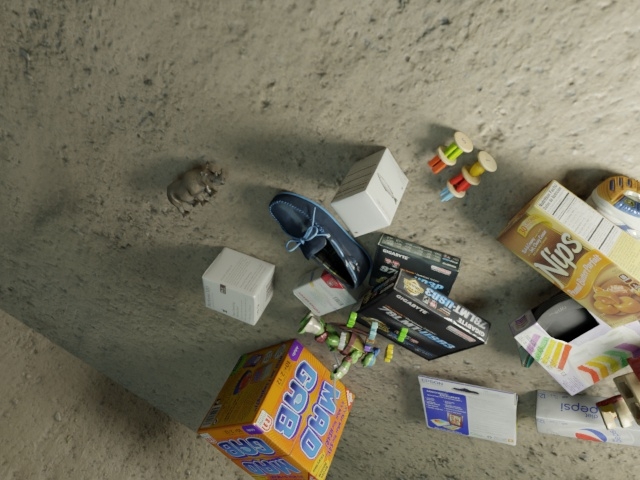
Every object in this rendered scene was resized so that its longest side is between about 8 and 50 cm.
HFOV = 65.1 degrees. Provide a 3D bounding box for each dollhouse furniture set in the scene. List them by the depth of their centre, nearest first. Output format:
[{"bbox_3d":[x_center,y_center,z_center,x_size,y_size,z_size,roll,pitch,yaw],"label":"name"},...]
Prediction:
[{"bbox_3d":[0.829,0.341,1.211,0.201,0.152,0.374,-17,157,-4],"label":"dollhouse furniture set"}]

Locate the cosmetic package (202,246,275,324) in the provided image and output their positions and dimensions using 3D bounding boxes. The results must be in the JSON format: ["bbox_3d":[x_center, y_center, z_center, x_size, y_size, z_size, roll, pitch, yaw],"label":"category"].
[{"bbox_3d":[-0.260,0.146,1.611,0.183,0.152,0.151,18,135,11],"label":"cosmetic package"}]

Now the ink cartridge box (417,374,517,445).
[{"bbox_3d":[0.490,0.542,1.658,0.303,0.072,0.308,5,129,25],"label":"ink cartridge box"}]

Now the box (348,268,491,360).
[{"bbox_3d":[0.268,0.223,1.410,0.295,0.073,0.293,30,152,-8],"label":"box"}]

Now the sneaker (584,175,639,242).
[{"bbox_3d":[0.680,-0.021,1.020,0.296,0.112,0.131,31,149,8],"label":"sneaker"}]

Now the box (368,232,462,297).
[{"bbox_3d":[0.252,0.088,1.364,0.220,0.051,0.175,19,137,11],"label":"box"}]

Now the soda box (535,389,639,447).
[{"bbox_3d":[0.782,0.516,1.457,0.286,0.098,0.091,-2,129,28],"label":"soda box"}]

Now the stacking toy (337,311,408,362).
[{"bbox_3d":[0.149,0.279,1.468,0.166,0.052,0.221,14,145,1],"label":"stacking toy"}]

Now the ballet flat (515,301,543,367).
[{"bbox_3d":[0.568,0.245,1.342,0.079,0.076,0.222,34,135,28],"label":"ballet flat"}]

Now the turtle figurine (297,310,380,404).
[{"bbox_3d":[0.027,0.370,1.640,0.266,0.198,0.275,41,131,-5],"label":"turtle figurine"}]

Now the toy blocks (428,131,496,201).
[{"bbox_3d":[0.294,-0.155,1.115,0.123,0.054,0.148,36,137,-8],"label":"toy blocks"}]

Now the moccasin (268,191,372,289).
[{"bbox_3d":[0.000,0.000,1.365,0.341,0.117,0.138,35,136,-7],"label":"moccasin"}]

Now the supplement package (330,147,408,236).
[{"bbox_3d":[0.116,-0.112,1.155,0.105,0.179,0.105,-18,120,38],"label":"supplement package"}]

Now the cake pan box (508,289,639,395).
[{"bbox_3d":[0.639,0.228,1.229,0.245,0.070,0.267,-40,107,20],"label":"cake pan box"}]

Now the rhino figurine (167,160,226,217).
[{"bbox_3d":[-0.355,-0.154,1.440,0.243,0.073,0.106,-24,119,39],"label":"rhino figurine"}]

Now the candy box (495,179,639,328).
[{"bbox_3d":[0.550,0.035,1.045,0.316,0.087,0.183,39,158,10],"label":"candy box"}]

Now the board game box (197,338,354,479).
[{"bbox_3d":[-0.158,0.648,1.877,0.356,0.357,0.356,-26,115,42],"label":"board game box"}]

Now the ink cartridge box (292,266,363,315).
[{"bbox_3d":[0.021,0.145,1.522,0.175,0.072,0.127,-27,115,41],"label":"ink cartridge box"}]
